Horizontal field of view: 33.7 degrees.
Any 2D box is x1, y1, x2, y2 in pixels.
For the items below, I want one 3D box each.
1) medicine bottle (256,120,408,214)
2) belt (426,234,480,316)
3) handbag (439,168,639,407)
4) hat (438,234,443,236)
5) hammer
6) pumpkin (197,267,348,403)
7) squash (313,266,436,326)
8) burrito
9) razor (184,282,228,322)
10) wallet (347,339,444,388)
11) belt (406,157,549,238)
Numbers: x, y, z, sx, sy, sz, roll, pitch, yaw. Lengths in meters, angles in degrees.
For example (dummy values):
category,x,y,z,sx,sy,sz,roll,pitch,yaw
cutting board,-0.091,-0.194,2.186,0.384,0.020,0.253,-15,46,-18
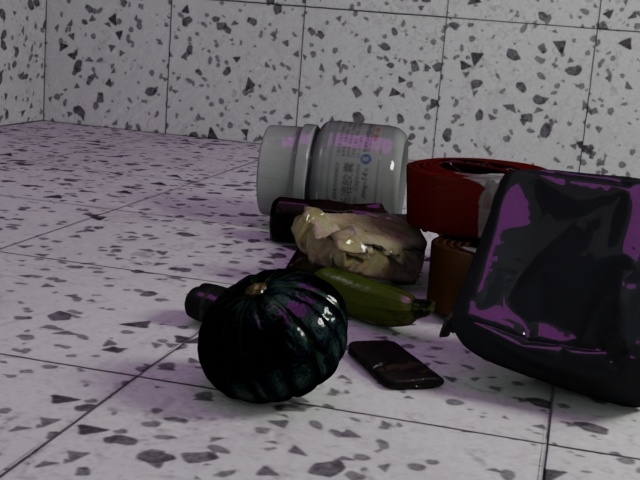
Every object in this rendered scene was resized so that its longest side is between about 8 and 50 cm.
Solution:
category,x,y,z,sx,sy,sz,roll,pitch,yaw
medicine bottle,0.029,-0.140,2.306,0.306,0.245,0.245,6,12,9
belt,0.301,0.058,1.772,0.217,0.122,0.339,9,10,31
handbag,0.333,0.063,1.419,0.275,0.301,0.178,7,-33,27
hat,0.358,-0.011,2.040,0.275,0.161,0.232,2,7,2
hammer,0.000,0.000,2.008,0.243,0.095,0.409,6,14,6
pumpkin,-0.059,0.113,1.274,0.194,0.150,0.194,-5,6,1
squash,0.074,0.093,1.630,0.066,0.066,0.252,-6,15,-40
burrito,0.094,0.012,1.858,0.175,0.107,0.348,45,24,29
razor,-0.119,0.100,1.549,0.148,0.054,0.090,9,12,15
wallet,0.096,0.165,1.407,0.082,0.018,0.157,0,13,-20
belt,0.277,-0.075,1.855,0.227,0.115,0.324,-8,13,-24
